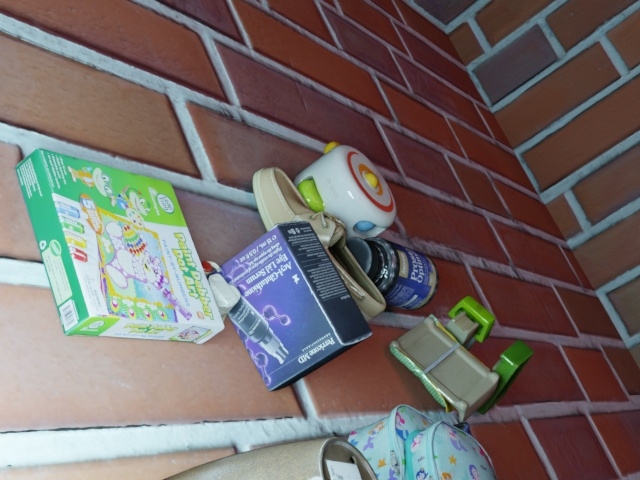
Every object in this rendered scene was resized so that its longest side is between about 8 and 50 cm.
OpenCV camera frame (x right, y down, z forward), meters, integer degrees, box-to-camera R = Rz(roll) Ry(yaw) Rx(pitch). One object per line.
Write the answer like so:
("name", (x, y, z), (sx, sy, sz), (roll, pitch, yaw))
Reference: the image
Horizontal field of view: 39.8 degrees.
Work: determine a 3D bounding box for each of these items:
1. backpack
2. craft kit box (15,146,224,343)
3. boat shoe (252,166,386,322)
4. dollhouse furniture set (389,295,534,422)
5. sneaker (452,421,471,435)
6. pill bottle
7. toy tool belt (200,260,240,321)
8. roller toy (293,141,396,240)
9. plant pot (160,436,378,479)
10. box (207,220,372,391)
("backpack", (0.154, 0.373, 1.322), (0.225, 0.191, 0.254), (34, 27, -37))
("craft kit box", (-0.261, 0.014, 1.173), (0.246, 0.061, 0.250), (16, 45, -58))
("boat shoe", (0.000, 0.000, 1.590), (0.341, 0.110, 0.121), (58, 25, 6))
("dollhouse furniture set", (0.260, 0.265, 1.784), (0.197, 0.151, 0.301), (41, 38, 20))
("sneaker", (0.224, 0.394, 1.557), (0.087, 0.083, 0.221), (66, 27, -10))
("pill bottle", (0.125, 0.062, 1.720), (0.219, 0.122, 0.123), (18, 43, -49))
("toy tool belt", (-0.159, 0.076, 1.297), (0.083, 0.051, 0.052), (49, 38, 16))
("roller toy", (0.054, -0.087, 1.754), (0.191, 0.146, 0.209), (48, 25, -16))
("plant pot", (-0.051, 0.312, 0.957), (0.215, 0.230, 0.215), (41, 28, -28))
("box", (-0.046, 0.097, 1.333), (0.207, 0.153, 0.108), (59, 25, 11))
